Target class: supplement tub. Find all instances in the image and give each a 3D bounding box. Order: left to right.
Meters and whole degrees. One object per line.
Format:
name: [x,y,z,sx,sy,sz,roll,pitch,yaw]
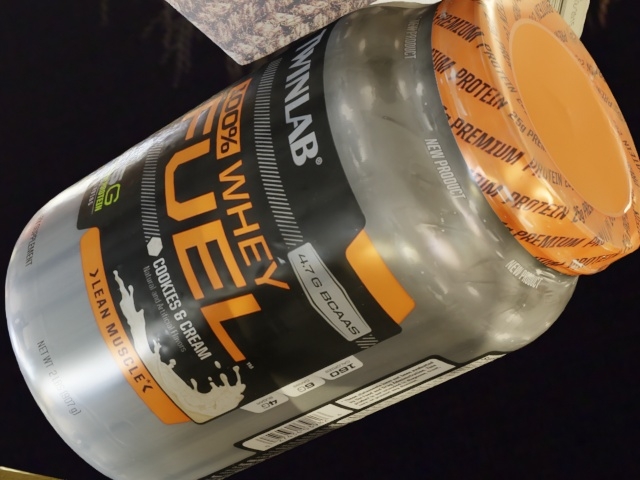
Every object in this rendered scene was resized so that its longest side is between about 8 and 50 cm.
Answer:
supplement tub: [0.000,0.000,0.762,0.316,0.193,0.193,-29,-154,30]

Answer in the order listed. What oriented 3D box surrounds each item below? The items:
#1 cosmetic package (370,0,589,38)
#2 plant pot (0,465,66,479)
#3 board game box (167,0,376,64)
cosmetic package: [0.068,-0.256,1.164,0.153,0.129,0.296,-33,-120,-25]
plant pot: [-0.134,0.217,0.612,0.212,0.187,0.212,6,-147,32]
board game box: [-0.047,-0.308,0.923,0.141,0.232,0.291,-19,-138,41]
